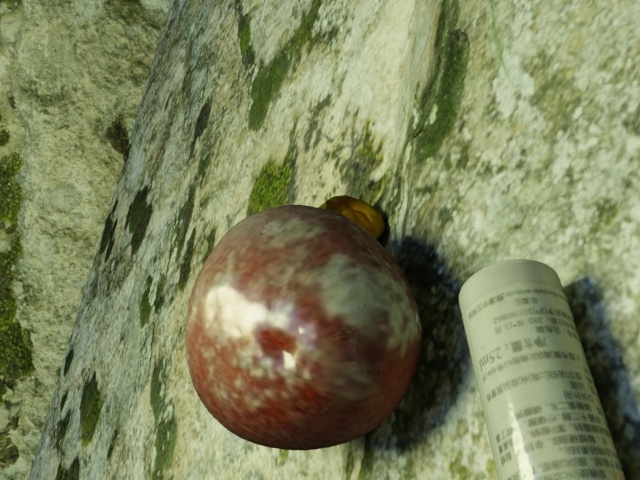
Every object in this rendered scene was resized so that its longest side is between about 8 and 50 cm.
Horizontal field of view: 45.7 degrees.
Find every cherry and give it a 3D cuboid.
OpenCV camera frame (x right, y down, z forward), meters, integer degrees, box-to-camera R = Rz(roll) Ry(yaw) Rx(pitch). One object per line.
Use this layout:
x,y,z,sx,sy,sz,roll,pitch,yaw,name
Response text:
-0.023,0.083,0.751,0.285,0.213,0.236,5,103,45,cherry

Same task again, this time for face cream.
0.154,0.140,0.508,0.082,0.082,0.269,-47,35,42,face cream

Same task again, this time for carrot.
0.000,0.000,0.898,0.173,0.082,0.082,-36,44,50,carrot
